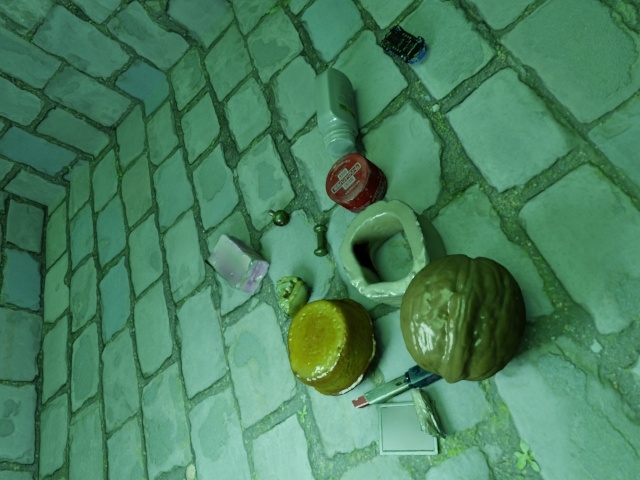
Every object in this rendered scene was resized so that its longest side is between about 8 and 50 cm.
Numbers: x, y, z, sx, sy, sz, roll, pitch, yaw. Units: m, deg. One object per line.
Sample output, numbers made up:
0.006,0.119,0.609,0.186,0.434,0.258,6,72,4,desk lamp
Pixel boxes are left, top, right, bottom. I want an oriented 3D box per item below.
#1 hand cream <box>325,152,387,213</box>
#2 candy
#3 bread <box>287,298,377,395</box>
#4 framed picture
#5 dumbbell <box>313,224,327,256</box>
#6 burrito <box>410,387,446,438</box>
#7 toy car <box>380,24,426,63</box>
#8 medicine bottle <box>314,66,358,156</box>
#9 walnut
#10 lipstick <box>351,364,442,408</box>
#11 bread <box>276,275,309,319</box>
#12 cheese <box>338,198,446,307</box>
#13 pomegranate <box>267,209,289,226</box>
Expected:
0.125,-0.197,1.756,0.193,0.125,0.192,-18,60,33,hand cream
-0.336,0.091,2.025,0.265,0.116,0.155,33,93,44,candy
0.033,0.324,1.571,0.312,0.172,0.311,-20,58,35,bread
0.243,0.527,1.414,0.183,0.011,0.141,-17,61,34,framed picture
0.000,0.000,1.829,0.052,0.046,0.117,-16,61,29,dumbbell
0.287,0.473,1.364,0.055,0.041,0.149,-28,54,11,burrito
0.315,-0.722,1.870,0.103,0.063,0.216,-51,53,12,toy car
0.062,-0.479,1.895,0.124,0.179,0.324,-23,59,31,medicine bottle
0.356,0.199,1.281,0.333,0.333,0.332,-17,61,34,walnut
0.224,0.421,1.446,0.312,0.051,0.051,-34,44,24,lipstick
-0.087,0.196,1.789,0.110,0.103,0.156,-23,62,18,bread
0.223,0.053,1.545,0.292,0.153,0.332,-38,50,22,cheese
-0.164,-0.091,1.982,0.073,0.085,0.073,-28,51,41,pomegranate
